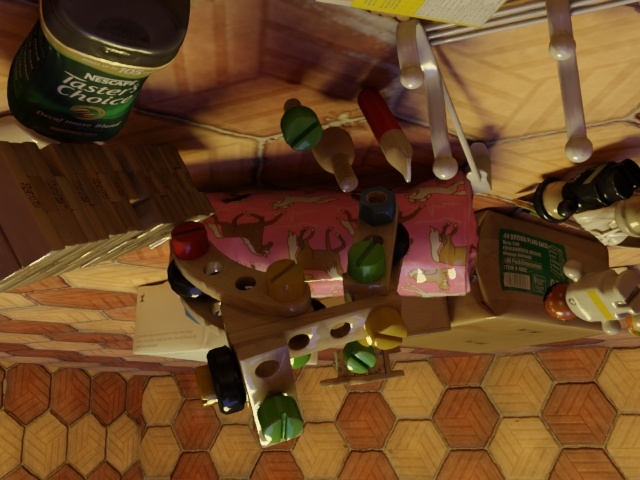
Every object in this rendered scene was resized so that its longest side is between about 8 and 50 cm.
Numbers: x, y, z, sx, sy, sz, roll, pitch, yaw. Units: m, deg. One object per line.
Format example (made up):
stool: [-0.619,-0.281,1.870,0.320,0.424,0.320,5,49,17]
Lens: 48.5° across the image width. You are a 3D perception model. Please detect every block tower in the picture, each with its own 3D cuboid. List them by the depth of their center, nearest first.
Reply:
block tower: [-0.209,-0.032,0.658,0.091,0.097,0.335,-27,180,12]

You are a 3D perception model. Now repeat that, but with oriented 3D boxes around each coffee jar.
coffee jar: [-0.166,-0.140,0.521,0.096,0.079,0.184,8,162,-30]

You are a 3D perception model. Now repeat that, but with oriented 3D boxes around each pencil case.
pencil case: [0.000,0.000,0.892,0.387,0.160,0.167,-4,158,8]

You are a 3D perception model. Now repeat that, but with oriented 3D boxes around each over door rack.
over door rack: [0.224,-0.105,0.621,0.240,0.108,0.324,-6,164,22]

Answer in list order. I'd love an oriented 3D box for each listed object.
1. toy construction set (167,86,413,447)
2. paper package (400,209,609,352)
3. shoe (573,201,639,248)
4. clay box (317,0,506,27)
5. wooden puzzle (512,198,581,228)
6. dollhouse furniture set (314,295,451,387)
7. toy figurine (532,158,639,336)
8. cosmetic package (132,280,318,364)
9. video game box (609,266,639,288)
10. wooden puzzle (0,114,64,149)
toy construction set: [0.003,0.041,0.644,0.258,0.237,0.308,11,121,-21]
paper package: [0.278,0.086,1.204,0.325,0.168,0.310,12,159,-37]
shoe: [0.455,-0.019,1.035,0.219,0.058,0.077,8,162,-29]
clay box: [0.022,-0.189,0.401,0.222,0.053,0.127,5,164,-17]
wooden puzzle: [0.311,-0.034,0.978,0.116,0.014,0.078,17,-170,-22]
dollhouse furniture set: [0.049,0.112,1.086,0.161,0.212,0.242,-1,167,-39]
toy figurine: [0.375,0.015,0.875,0.213,0.209,0.148,6,169,-23]
cosmetic package: [-0.197,0.191,1.578,0.217,0.156,0.385,-10,163,37]
video game box: [0.573,0.106,1.522,0.205,0.048,0.187,-12,159,33]
wooden puzzle: [-0.339,-0.066,0.841,0.221,0.044,0.239,-8,163,26]
